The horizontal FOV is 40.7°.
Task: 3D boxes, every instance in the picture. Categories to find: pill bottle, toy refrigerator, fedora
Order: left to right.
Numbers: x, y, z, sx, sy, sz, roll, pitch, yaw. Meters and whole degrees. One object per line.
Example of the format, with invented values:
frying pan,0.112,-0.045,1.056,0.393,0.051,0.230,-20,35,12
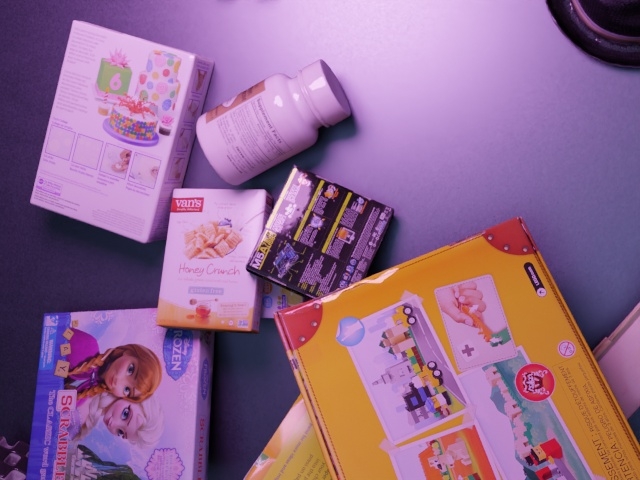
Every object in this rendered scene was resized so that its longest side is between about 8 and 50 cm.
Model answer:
pill bottle,-0.074,-0.195,1.400,0.229,0.131,0.131,-26,87,16
toy refrigerator,0.437,0.209,1.297,0.094,0.102,0.270,39,104,10
fedora,0.476,-0.411,1.214,0.333,0.152,0.334,1,94,16

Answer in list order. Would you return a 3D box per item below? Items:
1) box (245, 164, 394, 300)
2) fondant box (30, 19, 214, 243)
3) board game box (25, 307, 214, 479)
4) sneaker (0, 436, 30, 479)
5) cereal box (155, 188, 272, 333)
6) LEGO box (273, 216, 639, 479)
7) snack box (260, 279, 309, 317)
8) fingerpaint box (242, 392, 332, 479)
box,0.000,0.000,1.397,0.184,0.045,0.191,23,79,7
fondant box,-0.345,-0.187,1.499,0.238,0.096,0.331,19,100,14
board game box,-0.344,0.279,1.495,0.317,0.066,0.319,-5,73,16
sneaker,-0.487,0.492,1.591,0.330,0.122,0.146,24,118,12
cereal box,-0.177,0.032,1.453,0.172,0.047,0.240,1,78,16
LEGO box,0.200,0.273,1.168,0.372,0.193,0.500,-21,67,0
snack box,-0.091,0.082,1.473,0.141,0.037,0.100,1,92,17
fingerpaint box,0.041,0.470,1.300,0.371,0.163,0.445,29,69,12
